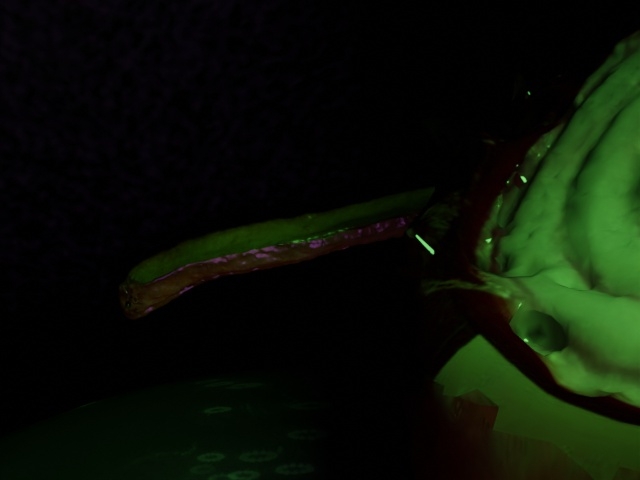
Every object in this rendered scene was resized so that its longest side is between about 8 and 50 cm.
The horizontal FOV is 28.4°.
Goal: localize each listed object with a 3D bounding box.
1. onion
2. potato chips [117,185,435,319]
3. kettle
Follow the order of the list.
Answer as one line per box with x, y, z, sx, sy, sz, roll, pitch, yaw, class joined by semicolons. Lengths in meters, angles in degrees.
0.206;0.047;0.480;0.341;0.341;0.341;-8;136;-8;onion
0.000;0.000;0.606;0.204;0.026;0.037;-15;139;-2;potato chips
-0.063;0.176;0.662;0.290;0.207;0.268;-1;162;-7;kettle
